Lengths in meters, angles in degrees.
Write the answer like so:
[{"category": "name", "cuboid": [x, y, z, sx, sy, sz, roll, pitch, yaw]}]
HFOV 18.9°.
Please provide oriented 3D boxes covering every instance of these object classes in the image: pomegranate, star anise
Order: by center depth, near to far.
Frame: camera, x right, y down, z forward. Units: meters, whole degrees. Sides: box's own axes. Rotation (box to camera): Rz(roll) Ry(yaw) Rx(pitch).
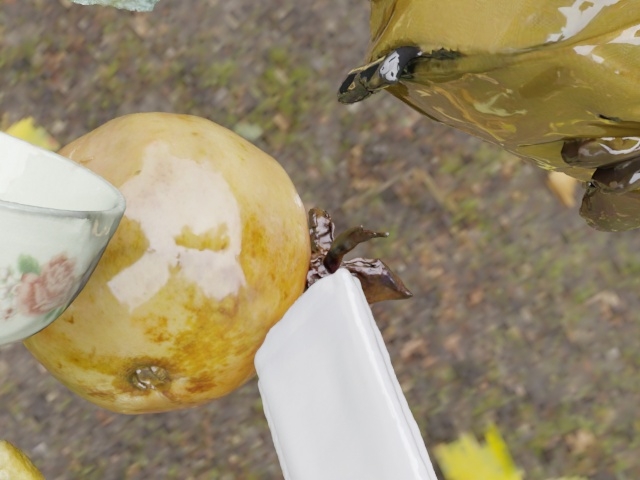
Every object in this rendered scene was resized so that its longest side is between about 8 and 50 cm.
[{"category": "pomegranate", "cuboid": [-0.139, 0.004, 1.572, 0.229, 0.252, 0.270, 36, 32, -36]}, {"category": "star anise", "cuboid": [0.010, 0.003, 1.791, 0.140, 0.144, 0.158, 32, 44, 23]}]

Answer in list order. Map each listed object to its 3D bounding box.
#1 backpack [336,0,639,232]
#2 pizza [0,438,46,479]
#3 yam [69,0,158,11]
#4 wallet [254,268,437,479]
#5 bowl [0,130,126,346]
[{"category": "backpack", "cuboid": [0.192, -0.122, 1.053, 0.378, 0.353, 0.201, 2, 84, -18]}, {"category": "pizza", "cuboid": [-0.250, 0.278, 1.432, 0.258, 0.268, 0.087, 44, 28, -29]}, {"category": "yam", "cuboid": [-0.207, -0.359, 1.609, 0.202, 0.201, 0.271, 5, 54, 0]}, {"category": "wallet", "cuboid": [0.015, 0.119, 1.164, 0.032, 0.124, 0.183, 4, 52, -34]}, {"category": "bowl", "cuboid": [-0.283, -0.005, 1.306, 0.277, 0.277, 0.145, 16, 101, -27]}]
